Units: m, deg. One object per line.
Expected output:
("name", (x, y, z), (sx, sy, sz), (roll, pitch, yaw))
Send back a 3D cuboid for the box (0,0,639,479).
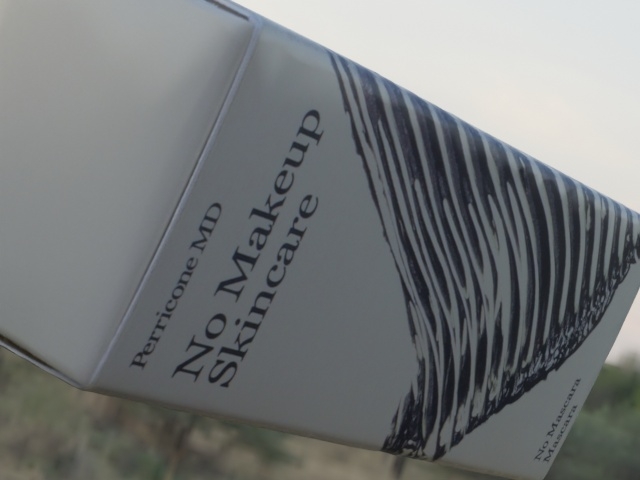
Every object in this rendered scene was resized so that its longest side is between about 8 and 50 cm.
("box", (0.000, 0.000, 0.622), (0.094, 0.113, 0.275), (28, 5, 33))
